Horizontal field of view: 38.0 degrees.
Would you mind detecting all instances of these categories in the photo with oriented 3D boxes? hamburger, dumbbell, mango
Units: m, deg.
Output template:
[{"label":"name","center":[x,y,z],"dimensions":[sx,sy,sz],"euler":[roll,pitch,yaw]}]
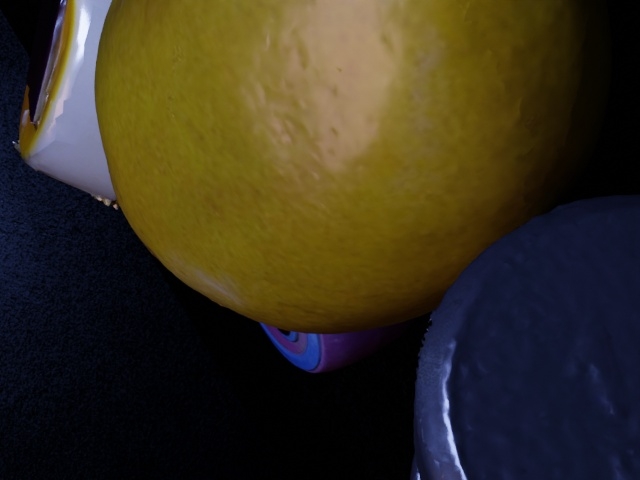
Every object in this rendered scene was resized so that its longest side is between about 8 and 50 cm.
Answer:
[{"label":"hamburger","center":[-0.169,-0.174,0.858],"dimensions":[0.276,0.179,0.294],"euler":[-131,55,-62]},{"label":"dumbbell","center":[0.153,0.129,0.531],"dimensions":[0.204,0.204,0.322],"euler":[51,169,22]},{"label":"mango","center":[0.004,-0.091,0.568],"dimensions":[0.300,0.232,0.446],"euler":[57,154,3]}]

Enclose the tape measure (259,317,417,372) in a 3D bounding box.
[{"label":"tape measure","center":[0.000,0.000,0.899],"dimensions":[0.231,0.149,0.245],"euler":[54,156,22]}]
